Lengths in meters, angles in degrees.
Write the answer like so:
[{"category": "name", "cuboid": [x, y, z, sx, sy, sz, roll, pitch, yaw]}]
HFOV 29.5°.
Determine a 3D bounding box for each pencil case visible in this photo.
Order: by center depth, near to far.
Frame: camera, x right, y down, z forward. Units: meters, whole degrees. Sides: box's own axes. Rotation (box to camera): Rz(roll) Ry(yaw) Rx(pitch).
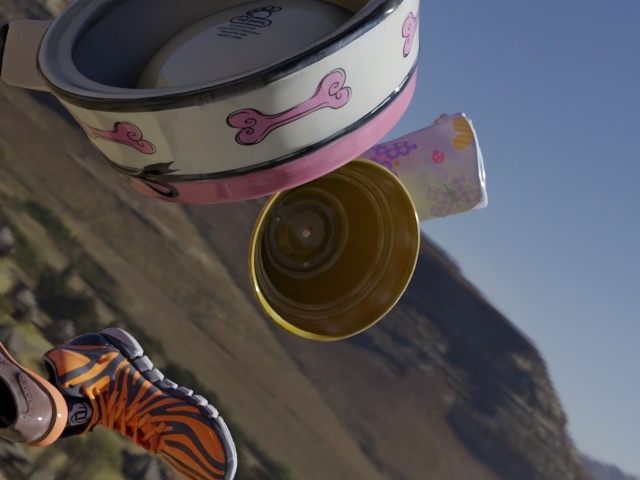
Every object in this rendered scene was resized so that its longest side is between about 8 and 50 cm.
[{"category": "pencil case", "cuboid": [0.072, -0.071, 1.509, 0.113, 0.273, 0.124, -95, 170, -69]}]

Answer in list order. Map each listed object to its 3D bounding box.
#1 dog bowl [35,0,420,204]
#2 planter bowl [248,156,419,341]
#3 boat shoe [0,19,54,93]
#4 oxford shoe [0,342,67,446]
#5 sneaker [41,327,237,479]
[{"category": "dog bowl", "cuboid": [-0.079, -0.193, 1.274, 0.408, 0.408, 0.150, 40, -25, 53]}, {"category": "planter bowl", "cuboid": [0.000, 0.000, 1.409, 0.217, 0.217, 0.090, 41, -5, -30]}, {"category": "boat shoe", "cuboid": [-0.264, -0.237, 1.664, 0.340, 0.127, 0.158, 15, 8, 17]}, {"category": "oxford shoe", "cuboid": [-0.418, 0.145, 1.408, 0.271, 0.097, 0.098, 26, -3, 21]}, {"category": "sneaker", "cuboid": [-0.273, 0.252, 1.678, 0.321, 0.125, 0.180, 35, 28, 28]}]
